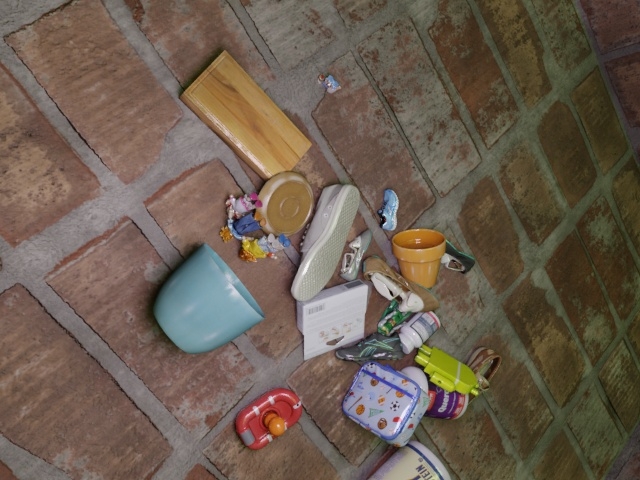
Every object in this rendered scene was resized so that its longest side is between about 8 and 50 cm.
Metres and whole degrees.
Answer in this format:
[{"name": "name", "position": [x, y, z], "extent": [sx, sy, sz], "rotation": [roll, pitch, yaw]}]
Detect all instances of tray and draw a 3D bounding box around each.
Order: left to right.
[{"name": "tray", "position": [-0.235, -0.390, 1.565], "extent": [0.411, 0.076, 0.203], "rotation": [44, 72, -21]}]

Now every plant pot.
[{"name": "plant pot", "position": [-0.345, 0.193, 1.411], "extent": [0.235, 0.293, 0.293], "rotation": [-39, 109, -7]}, {"name": "plant pot", "position": [-0.111, -0.116, 1.618], "extent": [0.236, 0.032, 0.237], "rotation": [-16, 117, -34]}, {"name": "plant pot", "position": [0.385, 0.079, 1.855], "extent": [0.205, 0.205, 0.188], "rotation": [-19, 116, -27]}]

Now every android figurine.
[{"name": "android figurine", "position": [0.497, 0.509, 1.863], "extent": [0.272, 0.248, 0.056], "rotation": [31, 108, 10]}]

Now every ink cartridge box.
[{"name": "ink cartridge box", "position": [0.044, 0.287, 1.743], "extent": [0.274, 0.060, 0.239], "rotation": [-14, 122, -27]}]

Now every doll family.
[{"name": "doll family", "position": [-0.235, -0.020, 1.534], "extent": [0.263, 0.163, 0.118], "rotation": [57, 35, -17]}]

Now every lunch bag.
[{"name": "lunch bag", "position": [0.229, 0.575, 1.720], "extent": [0.115, 0.303, 0.243], "rotation": [44, 73, -36]}]

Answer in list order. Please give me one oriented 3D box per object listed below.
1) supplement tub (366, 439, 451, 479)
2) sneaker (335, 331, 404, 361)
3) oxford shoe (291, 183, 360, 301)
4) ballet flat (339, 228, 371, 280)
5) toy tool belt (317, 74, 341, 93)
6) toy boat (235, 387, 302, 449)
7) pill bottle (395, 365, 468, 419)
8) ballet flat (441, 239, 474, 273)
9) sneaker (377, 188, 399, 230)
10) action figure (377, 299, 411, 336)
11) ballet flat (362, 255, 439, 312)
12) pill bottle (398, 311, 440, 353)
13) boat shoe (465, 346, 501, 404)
[{"name": "supplement tub", "position": [0.311, 0.953, 1.803], "extent": [0.324, 0.235, 0.236], "rotation": [-34, 107, -23]}, {"name": "sneaker", "position": [0.183, 0.402, 1.792], "extent": [0.267, 0.101, 0.106], "rotation": [0, 78, -15]}, {"name": "oxford shoe", "position": [0.000, 0.000, 1.669], "extent": [0.169, 0.129, 0.450], "rotation": [41, 69, -56]}, {"name": "ballet flat", "position": [0.128, 0.045, 1.775], "extent": [0.068, 0.072, 0.214], "rotation": [25, 80, -20]}, {"name": "toy tool belt", "position": [0.035, -0.573, 1.717], "extent": [0.083, 0.051, 0.052], "rotation": [38, 74, -23]}, {"name": "toy boat", "position": [-0.159, 0.602, 1.587], "extent": [0.231, 0.151, 0.151], "rotation": [-30, 105, -24]}, {"name": "pill bottle", "position": [0.416, 0.602, 1.880], "extent": [0.322, 0.181, 0.182], "rotation": [17, 83, -28]}, {"name": "ballet flat", "position": [0.540, 0.063, 1.987], "extent": [0.280, 0.095, 0.096], "rotation": [30, 89, -26]}, {"name": "sneaker", "position": [0.258, -0.120, 1.844], "extent": [0.073, 0.063, 0.162], "rotation": [0, 91, -25]}, {"name": "action figure", "position": [0.296, 0.303, 1.880], "extent": [0.232, 0.063, 0.137], "rotation": [-47, 114, -16]}, {"name": "ballet flat", "position": [0.294, 0.191, 1.789], "extent": [0.342, 0.116, 0.124], "rotation": [37, 39, -5]}, {"name": "pill bottle", "position": [0.382, 0.363, 1.898], "extent": [0.180, 0.108, 0.108], "rotation": [-37, 108, -22]}, {"name": "boat shoe", "position": [0.666, 0.600, 2.050], "extent": [0.122, 0.119, 0.324], "rotation": [45, 71, -21]}]
